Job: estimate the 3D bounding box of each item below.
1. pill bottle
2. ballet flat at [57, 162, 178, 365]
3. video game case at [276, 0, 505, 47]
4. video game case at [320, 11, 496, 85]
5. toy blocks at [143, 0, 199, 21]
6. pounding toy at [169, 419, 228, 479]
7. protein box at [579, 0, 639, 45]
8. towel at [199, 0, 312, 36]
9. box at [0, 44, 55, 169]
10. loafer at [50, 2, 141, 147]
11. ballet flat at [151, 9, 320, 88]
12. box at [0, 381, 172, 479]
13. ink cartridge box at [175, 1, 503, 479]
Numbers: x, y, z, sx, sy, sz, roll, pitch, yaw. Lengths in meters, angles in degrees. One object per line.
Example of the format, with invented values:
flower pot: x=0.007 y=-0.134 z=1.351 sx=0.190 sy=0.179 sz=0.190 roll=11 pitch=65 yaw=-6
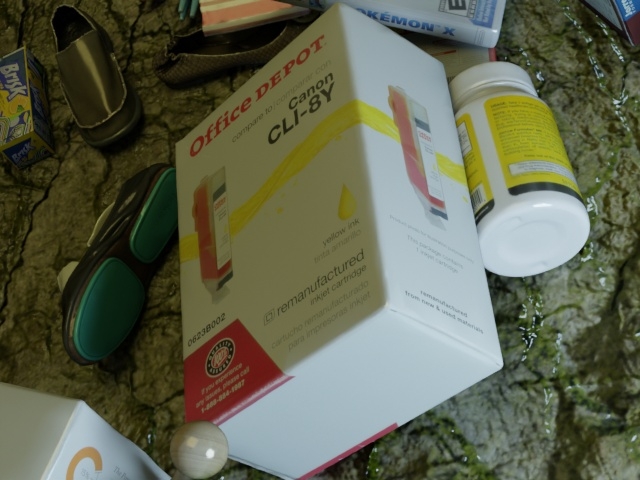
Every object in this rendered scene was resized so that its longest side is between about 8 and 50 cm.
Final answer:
pill bottle: x=0.193 y=-0.077 z=1.393 sx=0.119 sy=0.119 sz=0.209 roll=-21 pitch=51 yaw=13
ballet flat: x=-0.238 y=0.029 z=1.568 sx=0.096 sy=0.095 sz=0.280 roll=-4 pitch=45 yaw=37
video game case: x=0.087 y=-0.386 z=1.620 sx=0.299 sy=0.036 sz=0.329 roll=13 pitch=56 yaw=3
video game case: x=0.100 y=-0.257 z=1.610 sx=0.204 sy=0.025 sz=0.285 roll=-8 pitch=54 yaw=11
toy blocks: x=-0.198 y=-0.353 z=1.834 sx=0.123 sy=0.054 sz=0.148 roll=-5 pitch=56 yaw=24
pounding toy: x=-0.044 y=0.275 z=1.238 sx=0.110 sy=0.183 sz=0.237 roll=-24 pitch=67 yaw=-18
protein box: x=0.344 y=-0.364 z=1.497 sx=0.200 sy=0.136 sz=0.201 roll=-39 pitch=50 yaw=3
towel: x=-0.087 y=-0.358 z=1.693 sx=0.144 sy=0.029 sz=0.197 roll=-9 pitch=80 yaw=16
box: x=-0.398 y=-0.178 z=1.813 sx=0.059 sy=0.054 sz=0.169 roll=-24 pitch=49 yaw=10
loafer: x=-0.307 y=-0.218 z=1.771 sx=0.094 sy=0.087 sz=0.251 roll=-32 pitch=49 yaw=3
ballet flat: x=-0.101 y=-0.258 z=1.712 sx=0.249 sy=0.058 sz=0.084 roll=-17 pitch=52 yaw=16
box: x=-0.304 y=0.336 z=1.294 sx=0.168 sy=0.215 sz=0.345 roll=8 pitch=61 yaw=32
ink cartridge box: x=0.000 y=0.000 z=1.355 sx=0.279 sy=0.160 sz=0.385 roll=-36 pitch=43 yaw=33
